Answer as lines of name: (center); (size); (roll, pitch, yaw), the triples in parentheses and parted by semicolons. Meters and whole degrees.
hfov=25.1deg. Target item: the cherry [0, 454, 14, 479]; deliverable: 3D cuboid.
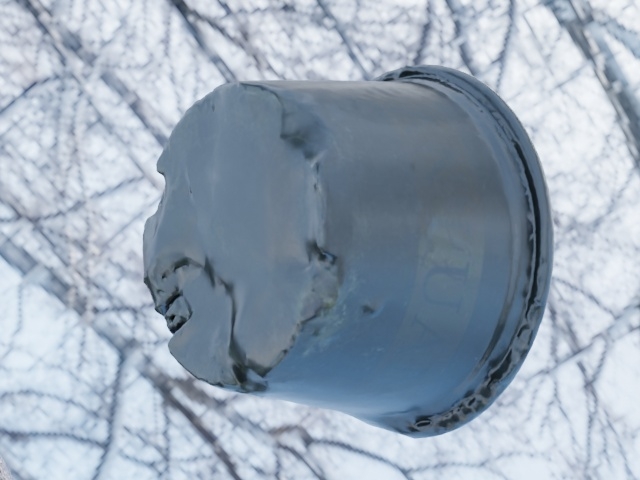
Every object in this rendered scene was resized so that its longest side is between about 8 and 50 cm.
cherry: (-0.304, 0.169, 0.857); (0.203, 0.300, 0.230); (113, -3, -54)

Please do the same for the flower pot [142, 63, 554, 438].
flower pot: (0.000, 0.000, 0.574); (0.157, 0.107, 0.157); (-10, -103, 50)
